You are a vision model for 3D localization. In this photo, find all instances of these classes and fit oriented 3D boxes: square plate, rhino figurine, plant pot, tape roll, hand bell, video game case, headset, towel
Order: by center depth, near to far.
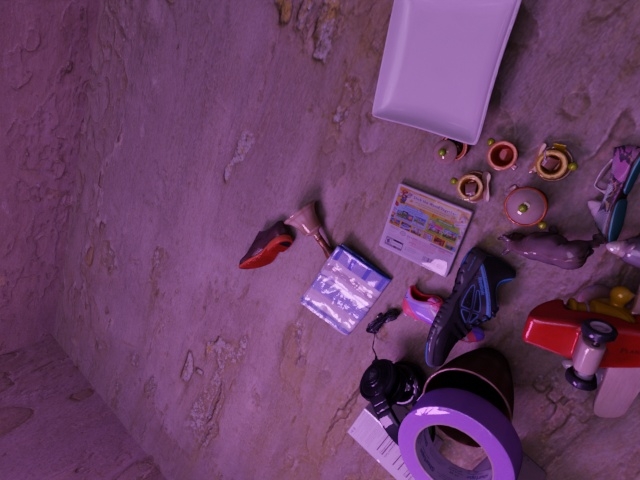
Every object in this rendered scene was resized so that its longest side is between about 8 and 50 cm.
[{"bbox_3d":[0.526,0.011,1.061,0.243,0.106,0.073,17,129,56],"label":"rhino figurine"},{"bbox_3d":[0.330,0.500,1.069,0.275,0.090,0.274,12,112,31],"label":"tape roll"},{"bbox_3d":[0.302,-0.452,1.128,0.347,0.049,0.343,31,121,39],"label":"square plate"},{"bbox_3d":[0.415,0.380,1.172,0.216,0.230,0.215,12,112,32],"label":"plant pot"},{"bbox_3d":[0.298,-0.032,1.285,0.227,0.026,0.206,28,116,28],"label":"video game case"},{"bbox_3d":[0.236,0.409,1.323,0.185,0.244,0.393,-40,53,23],"label":"headset"},{"bbox_3d":[0.074,0.168,1.458,0.209,0.034,0.284,36,121,7],"label":"towel"},{"bbox_3d":[0.000,0.000,1.469,0.126,0.126,0.242,-35,92,36],"label":"hand bell"}]

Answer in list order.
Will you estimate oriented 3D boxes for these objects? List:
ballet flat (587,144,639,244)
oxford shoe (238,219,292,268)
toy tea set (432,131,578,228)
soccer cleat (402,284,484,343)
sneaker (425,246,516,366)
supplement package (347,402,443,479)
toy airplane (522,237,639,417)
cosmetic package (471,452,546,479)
[{"bbox_3d":[0.653,-0.104,0.998,0.079,0.077,0.221,27,112,48],"label":"ballet flat"},{"bbox_3d":[-0.208,0.024,1.626,0.271,0.097,0.098,-33,62,32],"label":"oxford shoe"},{"bbox_3d":[0.429,-0.161,1.099,0.336,0.124,0.199,21,112,30],"label":"toy tea set"},{"bbox_3d":[0.349,0.211,1.273,0.248,0.083,0.095,23,121,33],"label":"soccer cleat"},{"bbox_3d":[0.385,0.190,1.164,0.140,0.125,0.340,27,91,16],"label":"sneaker"},{"bbox_3d":[0.237,0.625,1.417,0.244,0.139,0.133,38,121,21],"label":"supplement package"},{"bbox_3d":[0.675,0.182,0.956,0.386,0.272,0.384,-41,108,17],"label":"toy airplane"},{"bbox_3d":[0.472,0.711,1.220,0.138,0.225,0.224,40,120,21],"label":"cosmetic package"}]
